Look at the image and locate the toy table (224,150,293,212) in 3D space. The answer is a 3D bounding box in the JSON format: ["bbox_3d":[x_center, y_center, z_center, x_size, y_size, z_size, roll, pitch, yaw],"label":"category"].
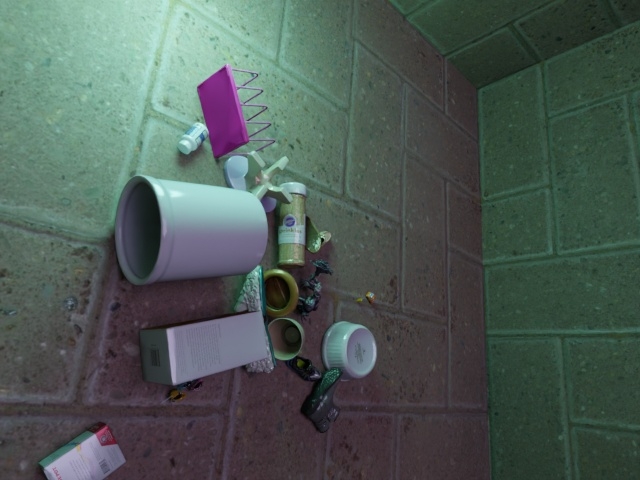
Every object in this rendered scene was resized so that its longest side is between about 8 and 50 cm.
[{"bbox_3d":[-0.241,-0.235,1.743,0.274,0.160,0.252,39,56,-33],"label":"toy table"}]

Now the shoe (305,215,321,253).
[{"bbox_3d":[-0.036,-0.018,1.910,0.058,0.076,0.219,58,10,-47],"label":"shoe"}]

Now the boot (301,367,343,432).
[{"bbox_3d":[0.036,0.680,1.855,0.246,0.083,0.161,-48,119,-22],"label":"boot"}]

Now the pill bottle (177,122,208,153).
[{"bbox_3d":[-0.474,-0.376,1.611,0.067,0.067,0.120,48,51,-26],"label":"pill bottle"}]

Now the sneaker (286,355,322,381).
[{"bbox_3d":[-0.059,0.534,1.801,0.188,0.078,0.067,43,54,-30],"label":"sneaker"}]

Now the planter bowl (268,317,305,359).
[{"bbox_3d":[-0.128,0.384,1.730,0.109,0.161,0.162,7,74,-71],"label":"planter bowl"}]

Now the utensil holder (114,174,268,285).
[{"bbox_3d":[-0.411,-0.030,1.415,0.385,0.327,0.328,0,81,-46],"label":"utensil holder"}]

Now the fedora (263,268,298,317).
[{"bbox_3d":[-0.170,0.209,1.742,0.079,0.194,0.195,0,78,-82],"label":"fedora"}]

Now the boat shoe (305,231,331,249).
[{"bbox_3d":[0.000,0.000,1.995,0.170,0.059,0.063,-30,102,-44],"label":"boat shoe"}]

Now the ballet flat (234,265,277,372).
[{"bbox_3d":[-0.256,0.300,1.630,0.146,0.147,0.409,-4,83,-45],"label":"ballet flat"}]

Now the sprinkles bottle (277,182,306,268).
[{"bbox_3d":[-0.120,-0.063,1.848,0.121,0.121,0.356,11,73,-42],"label":"sprinkles bottle"}]

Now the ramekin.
[{"bbox_3d":[0.142,0.502,1.972,0.272,0.127,0.273,12,72,-43],"label":"ramekin"}]

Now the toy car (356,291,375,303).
[{"bbox_3d":[0.236,0.300,2.171,0.122,0.040,0.060,-25,98,-45],"label":"toy car"}]

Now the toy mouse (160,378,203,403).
[{"bbox_3d":[-0.432,0.471,1.431,0.031,0.143,0.161,47,9,26],"label":"toy mouse"}]

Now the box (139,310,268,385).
[{"bbox_3d":[-0.380,0.344,1.432,0.345,0.214,0.169,-2,82,-45],"label":"box"}]

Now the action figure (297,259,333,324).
[{"bbox_3d":[-0.053,0.211,1.841,0.276,0.140,0.164,-66,166,14],"label":"action figure"}]

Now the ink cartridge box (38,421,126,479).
[{"bbox_3d":[-0.656,0.613,1.200,0.175,0.072,0.128,-29,102,-44],"label":"ink cartridge box"}]

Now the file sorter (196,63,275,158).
[{"bbox_3d":[-0.320,-0.494,1.698,0.182,0.202,0.291,-14,91,-48],"label":"file sorter"}]
